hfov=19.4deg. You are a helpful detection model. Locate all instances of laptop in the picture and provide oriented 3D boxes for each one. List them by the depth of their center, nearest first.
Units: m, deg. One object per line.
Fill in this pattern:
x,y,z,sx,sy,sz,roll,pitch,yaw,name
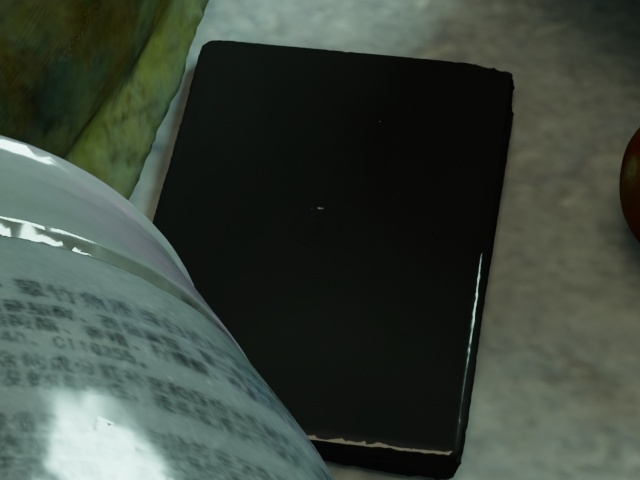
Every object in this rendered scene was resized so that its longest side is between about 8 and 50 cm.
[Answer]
0.000,0.000,0.729,0.135,0.016,0.197,8,52,7,laptop

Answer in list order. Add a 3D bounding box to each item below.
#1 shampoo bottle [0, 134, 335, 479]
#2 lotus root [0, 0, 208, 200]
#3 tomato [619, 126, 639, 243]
-0.112,0.129,0.469,0.273,0.273,0.266,-13,44,-10,shampoo bottle
-0.202,-0.084,0.712,0.267,0.149,0.260,9,53,10,lotus root
0.159,-0.023,0.708,0.087,0.075,0.087,1,49,-1,tomato
